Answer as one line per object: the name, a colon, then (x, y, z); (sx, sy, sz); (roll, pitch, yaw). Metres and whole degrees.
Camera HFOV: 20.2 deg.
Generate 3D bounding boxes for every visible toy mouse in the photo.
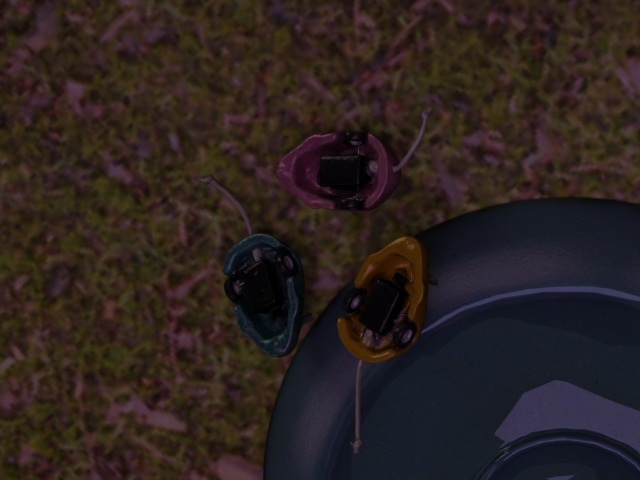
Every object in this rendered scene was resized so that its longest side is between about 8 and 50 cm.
toy mouse: (0.000, 0.000, 0.871); (0.143, 0.031, 0.161); (26, 99, 32)

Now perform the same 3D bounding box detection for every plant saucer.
plant saucer: (0.124, 0.137, 0.890); (0.317, 0.044, 0.318); (2, 105, 8)
